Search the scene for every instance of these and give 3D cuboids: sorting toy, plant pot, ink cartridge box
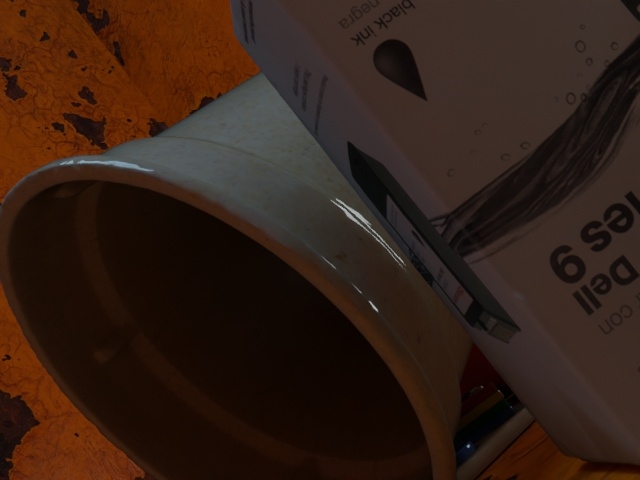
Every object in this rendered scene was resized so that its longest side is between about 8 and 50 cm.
[{"bbox_3d":[0.113,0.163,0.734,0.274,0.046,0.132,-30,-13,-37],"label":"sorting toy"},{"bbox_3d":[0.000,0.000,0.647,0.305,0.334,0.334,-51,0,-39],"label":"plant pot"},{"bbox_3d":[0.124,-0.070,0.428,0.211,0.289,0.121,-37,-7,-9],"label":"ink cartridge box"}]

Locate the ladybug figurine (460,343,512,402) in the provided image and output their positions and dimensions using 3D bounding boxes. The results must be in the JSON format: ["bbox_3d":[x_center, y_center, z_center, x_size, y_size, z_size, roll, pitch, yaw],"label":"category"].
[{"bbox_3d":[0.134,0.108,0.938,0.305,0.162,0.449,-15,-25,-49],"label":"ladybug figurine"}]
